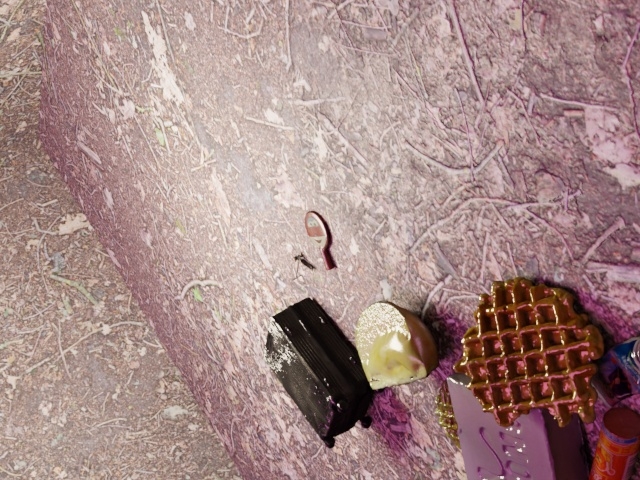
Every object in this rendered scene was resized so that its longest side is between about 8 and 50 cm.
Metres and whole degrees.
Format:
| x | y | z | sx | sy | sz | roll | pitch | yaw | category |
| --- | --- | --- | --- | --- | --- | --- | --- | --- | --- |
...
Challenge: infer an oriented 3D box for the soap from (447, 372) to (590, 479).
| x | y | z | sx | sy | sz | roll | pitch | yaw | category |
| --- | --- | --- | --- | --- | --- | --- | --- | --- | --- |
| 0.398 | 0.411 | 1.885 | 0.285 | 0.107 | 0.296 | 7 | 114 | 58 | soap |

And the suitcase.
| x | y | z | sx | sy | sz | roll | pitch | yaw | category |
| --- | --- | --- | --- | --- | --- | --- | --- | --- | --- |
| 0.000 | 0.342 | 2.487 | 0.335 | 0.152 | 0.230 | 51 | 149 | 26 | suitcase |

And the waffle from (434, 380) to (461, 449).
| x | y | z | sx | sy | sz | roll | pitch | yaw | category |
| --- | --- | --- | --- | --- | --- | --- | --- | --- | --- |
| 0.315 | 0.404 | 2.110 | 0.169 | 0.036 | 0.183 | 42 | 146 | 38 | waffle |

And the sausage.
| x | y | z | sx | sy | sz | roll | pitch | yaw | category |
| --- | --- | --- | --- | --- | --- | --- | --- | --- | --- |
| 0.528 | 0.416 | 1.714 | 0.074 | 0.074 | 0.274 | 39 | 145 | 39 | sausage |

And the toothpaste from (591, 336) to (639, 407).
| x | y | z | sx | sy | sz | roll | pitch | yaw | category |
| --- | --- | --- | --- | --- | --- | --- | --- | --- | --- |
| 0.515 | 0.217 | 1.589 | 0.096 | 0.061 | 0.266 | 56 | 158 | 12 | toothpaste |

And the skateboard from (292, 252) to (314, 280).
| x | y | z | sx | sy | sz | roll | pitch | yaw | category |
| --- | --- | --- | --- | --- | --- | --- | --- | --- | --- |
| -0.047 | 0.080 | 2.461 | 0.064 | 0.032 | 0.083 | 37 | 142 | 23 | skateboard |

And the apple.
| x | y | z | sx | sy | sz | roll | pitch | yaw | category |
| --- | --- | --- | --- | --- | --- | --- | --- | --- | --- |
| 0.176 | 0.222 | 2.108 | 0.265 | 0.120 | 0.193 | -32 | 74 | 61 | apple |

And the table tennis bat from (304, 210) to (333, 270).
| x | y | z | sx | sy | sz | roll | pitch | yaw | category |
| --- | --- | --- | --- | --- | --- | --- | --- | --- | --- |
| 0.000 | 0.000 | 2.321 | 0.098 | 0.019 | 0.155 | 0 | 111 | 60 | table tennis bat |

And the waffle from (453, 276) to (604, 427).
| x | y | z | sx | sy | sz | roll | pitch | yaw | category |
| --- | --- | --- | --- | --- | --- | --- | --- | --- | --- |
| 0.372 | 0.213 | 1.706 | 0.300 | 0.058 | 0.282 | 16 | 101 | 47 | waffle |
